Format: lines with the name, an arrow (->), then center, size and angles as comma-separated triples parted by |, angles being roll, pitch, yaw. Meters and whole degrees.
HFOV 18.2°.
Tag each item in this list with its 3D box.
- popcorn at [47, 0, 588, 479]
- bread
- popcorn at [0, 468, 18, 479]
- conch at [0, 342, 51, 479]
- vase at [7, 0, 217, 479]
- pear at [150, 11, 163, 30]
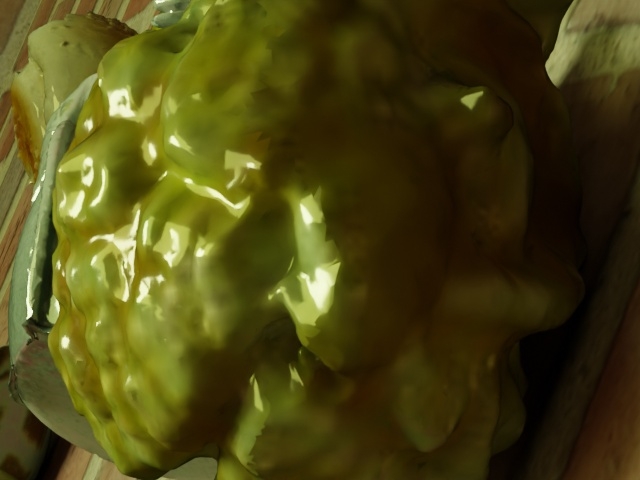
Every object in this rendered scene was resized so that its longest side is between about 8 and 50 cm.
popcorn -> 0.000, -0.008, 1.046 | 0.274, 0.279, 0.335 | 105, 165, -56
bread -> -0.156, -0.024, 1.619 | 0.192, 0.171, 0.314 | -146, 50, -69
popcorn -> -0.261, 0.348, 1.439 | 0.292, 0.294, 0.334 | -33, 41, -20
conch -> -0.381, 0.206, 2.032 | 0.249, 0.197, 0.368 | -33, 11, -13
vase -> -0.054, -0.063, 1.355 | 0.250, 0.250, 0.445 | -45, 23, 50
pear -> -0.113, -0.183, 1.901 | 0.107, 0.107, 0.131 | -59, 27, 22
